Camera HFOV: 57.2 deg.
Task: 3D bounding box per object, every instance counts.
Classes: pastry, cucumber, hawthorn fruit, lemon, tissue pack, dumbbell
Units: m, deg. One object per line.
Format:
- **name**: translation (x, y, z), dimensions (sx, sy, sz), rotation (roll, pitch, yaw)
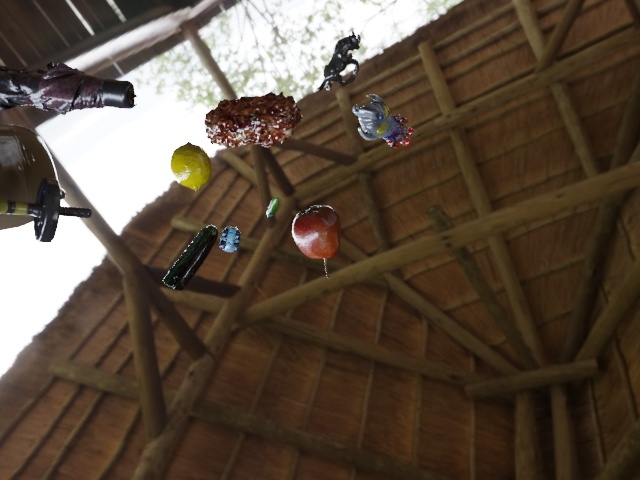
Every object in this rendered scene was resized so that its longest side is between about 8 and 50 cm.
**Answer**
- **pastry**: translation (-0.136, -0.244, 1.204), dimensions (0.208, 0.097, 0.115), rotation (-3, -115, 20)
- **cucumber**: translation (-0.203, -0.133, 2.480), dimensions (0.037, 0.037, 0.155), rotation (-49, 175, -35)
- **hawthorn fruit**: translation (0.000, 0.000, 1.753), dimensions (0.162, 0.204, 0.163), rotation (-15, -161, 5)
- **lemon**: translation (-0.344, -0.197, 1.563), dimensions (0.109, 0.133, 0.109), rotation (-10, -175, 1)
- **tissue pack**: translation (-0.847, -0.151, 1.469), dimensions (0.386, 0.268, 0.276), rotation (-5, -169, 34)
- **dumbbell**: translation (-0.654, -0.070, 1.236), dimensions (0.325, 0.143, 0.143), rotation (5, 175, -35)
- **cucumber**: translation (-0.410, 0.053, 1.900), dimensions (0.241, 0.074, 0.074), rotation (-54, -156, -8)

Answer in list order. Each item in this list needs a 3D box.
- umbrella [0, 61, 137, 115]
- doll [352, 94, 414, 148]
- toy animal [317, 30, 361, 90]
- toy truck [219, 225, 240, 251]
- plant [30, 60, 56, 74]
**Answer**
- **umbrella**: translation (-0.528, -0.294, 1.155), dimensions (0.325, 0.094, 0.090), rotation (5, 167, 0)
- **doll**: translation (0.151, -0.287, 1.437), dimensions (0.104, 0.194, 0.062), rotation (-62, -143, 11)
- **toy animal**: translation (0.063, -0.609, 2.033), dimensions (0.084, 0.148, 0.233), rotation (41, -82, 32)
- **toy truck**: translation (-0.263, -0.006, 1.715), dimensions (0.090, 0.056, 0.073), rotation (-137, -121, -78)
- **plant**: translation (-0.585, -0.341, 1.237), dimensions (0.102, 0.051, 0.051), rotation (-16, -153, 32)
